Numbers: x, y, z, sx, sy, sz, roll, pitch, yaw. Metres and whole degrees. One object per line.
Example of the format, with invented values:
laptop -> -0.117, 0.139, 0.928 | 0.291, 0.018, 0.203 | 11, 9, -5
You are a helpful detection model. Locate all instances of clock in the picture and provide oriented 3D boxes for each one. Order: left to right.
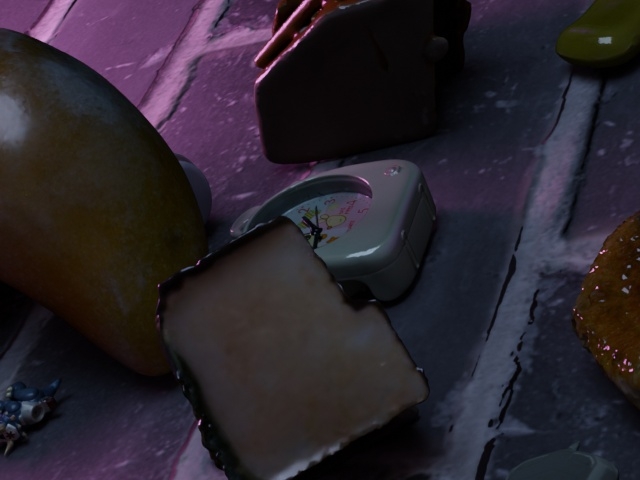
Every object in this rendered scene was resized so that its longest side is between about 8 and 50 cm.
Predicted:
clock -> 0.000, 0.000, 1.758 | 0.191, 0.062, 0.151 | -9, 34, 25

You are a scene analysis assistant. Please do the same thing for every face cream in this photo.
face cream -> -0.158, -0.038, 1.901 | 0.095, 0.091, 0.091 | 2, 38, 48

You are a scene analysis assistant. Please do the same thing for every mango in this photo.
mango -> -0.231, -0.042, 1.755 | 0.199, 0.221, 0.384 | -46, 72, 13

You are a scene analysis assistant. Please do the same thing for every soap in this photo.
soap -> 0.284, -0.208, 1.901 | 0.089, 0.045, 0.140 | 7, 44, 46

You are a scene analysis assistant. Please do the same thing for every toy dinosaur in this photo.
toy dinosaur -> -0.258, 0.149, 1.735 | 0.047, 0.031, 0.083 | 9, 45, 42

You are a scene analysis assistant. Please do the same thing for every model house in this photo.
model house -> -0.032, 0.094, 1.536 | 0.166, 0.183, 0.172 | -30, -8, -6
model house -> 0.040, -0.212, 1.945 | 0.219, 0.199, 0.229 | -3, 38, 10

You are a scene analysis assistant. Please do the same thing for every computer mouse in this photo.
computer mouse -> 0.148, 0.201, 1.347 | 0.089, 0.056, 0.182 | -5, 29, 32

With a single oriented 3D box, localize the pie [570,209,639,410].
pie -> 0.326, 0.033, 1.456 | 0.315, 0.092, 0.315 | -18, 32, 12
